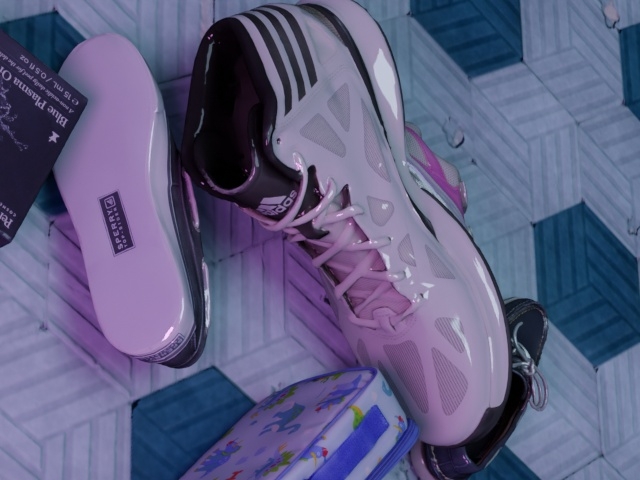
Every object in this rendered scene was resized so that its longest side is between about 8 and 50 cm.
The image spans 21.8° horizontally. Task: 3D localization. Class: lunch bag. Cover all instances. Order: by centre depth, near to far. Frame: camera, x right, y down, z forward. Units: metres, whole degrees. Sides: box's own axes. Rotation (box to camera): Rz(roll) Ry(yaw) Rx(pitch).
[{"bbox_3d":[-0.029,0.203,1.418,0.090,0.176,0.219,56,47,-11],"label":"lunch bag"}]

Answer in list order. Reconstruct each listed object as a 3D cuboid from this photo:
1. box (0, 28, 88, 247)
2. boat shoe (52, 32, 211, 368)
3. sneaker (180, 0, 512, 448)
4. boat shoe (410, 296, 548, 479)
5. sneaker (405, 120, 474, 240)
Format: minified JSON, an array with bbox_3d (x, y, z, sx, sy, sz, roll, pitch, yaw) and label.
[{"bbox_3d":[-0.296,-0.091,1.340,0.156,0.093,0.158,39,55,-25],"label":"box"},{"bbox_3d":[-0.156,-0.033,1.445,0.102,0.108,0.301,38,32,-66],"label":"boat shoe"},{"bbox_3d":[-0.001,0.000,1.486,0.257,0.169,0.447,-17,84,-54],"label":"sneaker"},{"bbox_3d":[0.178,0.145,1.682,0.095,0.079,0.254,54,49,-13],"label":"boat shoe"},{"bbox_3d":[0.111,-0.018,1.663,0.111,0.103,0.252,-34,100,-41],"label":"sneaker"}]
